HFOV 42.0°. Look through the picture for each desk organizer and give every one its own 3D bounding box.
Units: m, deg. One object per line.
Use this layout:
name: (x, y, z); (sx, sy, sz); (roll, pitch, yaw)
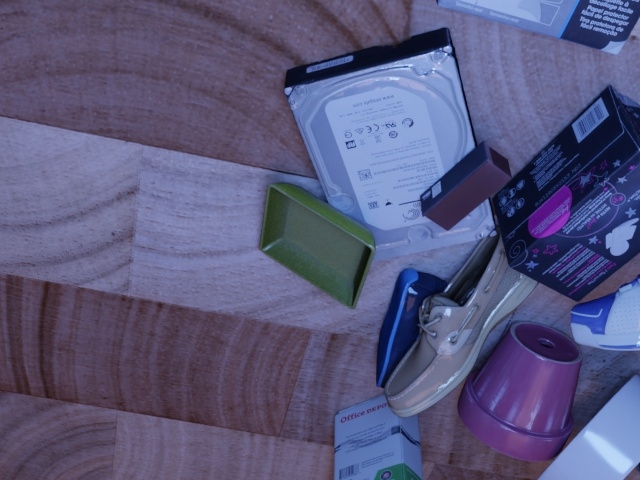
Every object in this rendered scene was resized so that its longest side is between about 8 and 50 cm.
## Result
desk organizer: (0.204, -0.075, 1.176); (0.050, 0.047, 0.130); (31, 126, -24)

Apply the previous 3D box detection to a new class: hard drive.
hard drive: (0.111, -0.121, 1.215); (0.237, 0.064, 0.339); (-11, 130, 13)

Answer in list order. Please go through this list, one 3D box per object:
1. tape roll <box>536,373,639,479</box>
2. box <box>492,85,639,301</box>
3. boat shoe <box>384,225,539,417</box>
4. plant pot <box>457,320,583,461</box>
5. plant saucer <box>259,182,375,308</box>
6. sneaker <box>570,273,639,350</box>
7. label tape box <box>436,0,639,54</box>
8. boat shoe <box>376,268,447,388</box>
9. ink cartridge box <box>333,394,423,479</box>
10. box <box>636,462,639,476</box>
tape roll: (0.505, 0.370, 1.476); (0.100, 0.286, 0.286); (43, 134, 23)
box: (0.387, -0.062, 1.182); (0.142, 0.163, 0.247); (27, 126, -22)
boat shoe: (0.205, 0.127, 1.328); (0.110, 0.121, 0.341); (41, 87, -21)
plant pot: (0.359, 0.249, 1.445); (0.201, 0.201, 0.180); (13, 115, -7)
plant saucer: (0.000, 0.000, 1.280); (0.188, 0.045, 0.188); (32, 149, 12)
sneaker: (0.496, 0.045, 1.121); (0.315, 0.182, 0.127); (-12, 177, 42)
label tape box: (0.293, -0.402, 0.932); (0.241, 0.106, 0.333); (13, 131, -8)
boat shoe: (0.155, 0.168, 1.434); (0.089, 0.109, 0.258); (7, 133, -7)
ink cartridge box: (0.109, 0.410, 1.578); (0.153, 0.208, 0.087); (-25, 128, 24)
box: (0.732, 0.388, 1.615); (0.244, 0.060, 0.100); (-13, 128, 14)
